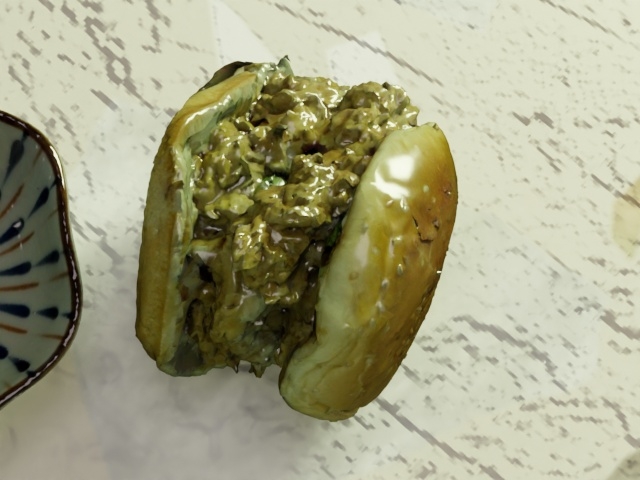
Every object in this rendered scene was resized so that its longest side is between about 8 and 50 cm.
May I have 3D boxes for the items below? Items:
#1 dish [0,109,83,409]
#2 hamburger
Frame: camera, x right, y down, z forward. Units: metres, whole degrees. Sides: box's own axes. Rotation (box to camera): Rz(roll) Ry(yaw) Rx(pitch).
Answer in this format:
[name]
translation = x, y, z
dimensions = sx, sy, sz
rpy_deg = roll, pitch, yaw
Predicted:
[dish]
translation = -0.201, 0.018, 0.834
dimensions = 0.190, 0.066, 0.191
rpy_deg = 0, 75, -1
[hamburger]
translation = 0.000, 0.000, 0.813
dimensions = 0.131, 0.185, 0.159
rpy_deg = 13, 115, 14
